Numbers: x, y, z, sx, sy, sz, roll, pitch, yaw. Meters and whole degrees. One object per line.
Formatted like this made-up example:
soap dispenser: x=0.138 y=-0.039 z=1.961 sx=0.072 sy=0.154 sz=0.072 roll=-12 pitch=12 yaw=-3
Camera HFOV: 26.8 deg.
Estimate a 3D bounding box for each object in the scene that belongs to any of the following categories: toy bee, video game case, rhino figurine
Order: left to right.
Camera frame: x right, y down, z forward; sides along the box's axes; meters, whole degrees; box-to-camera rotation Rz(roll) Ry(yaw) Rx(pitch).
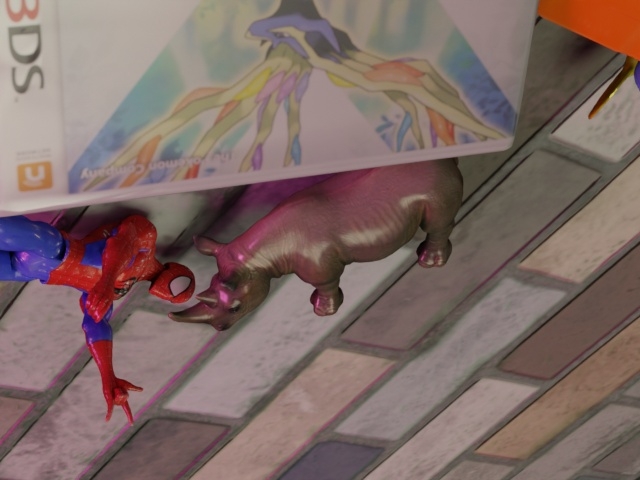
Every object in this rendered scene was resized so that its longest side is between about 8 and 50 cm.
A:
video game case: x=-0.026 y=-0.162 z=0.722 sx=0.329 sy=0.036 sz=0.300 roll=-9 pitch=128 yaw=-18
rhino figurine: x=0.000 y=0.000 z=0.965 sx=0.243 sy=0.073 sz=0.106 roll=-25 pitch=148 yaw=-10
toy bee: x=0.260 y=-0.137 z=0.892 sx=0.195 sy=0.162 sz=0.298 roll=-31 pitch=119 yaw=28

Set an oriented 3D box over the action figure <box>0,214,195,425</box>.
action figure: x=-0.193 y=0.035 z=0.887 sx=0.280 sy=0.139 sz=0.091 roll=10 pitch=136 yaw=-39
